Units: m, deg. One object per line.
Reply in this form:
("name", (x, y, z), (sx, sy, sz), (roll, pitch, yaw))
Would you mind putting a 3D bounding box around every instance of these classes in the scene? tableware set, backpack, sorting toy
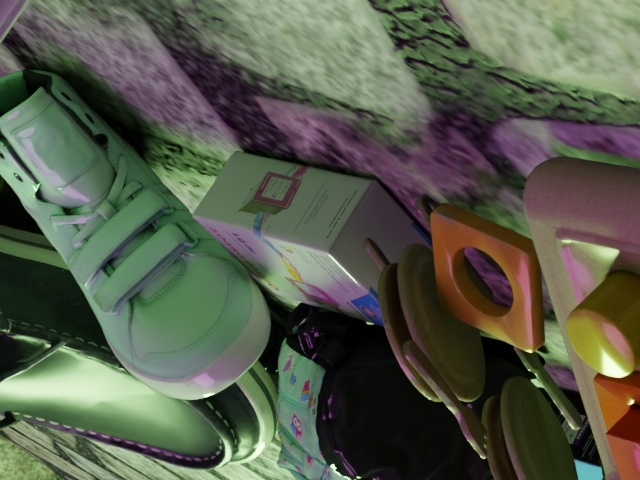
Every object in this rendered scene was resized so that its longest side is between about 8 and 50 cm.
("tableware set", (0.080, 0.083, 0.974), (0.039, 0.128, 0.194), (-23, 122, 23))
("backpack", (0.034, 0.101, 1.122), (0.151, 0.115, 0.182), (10, 180, -20))
("sorting toy", (0.167, 0.068, 0.791), (0.347, 0.047, 0.196), (14, 129, 47))

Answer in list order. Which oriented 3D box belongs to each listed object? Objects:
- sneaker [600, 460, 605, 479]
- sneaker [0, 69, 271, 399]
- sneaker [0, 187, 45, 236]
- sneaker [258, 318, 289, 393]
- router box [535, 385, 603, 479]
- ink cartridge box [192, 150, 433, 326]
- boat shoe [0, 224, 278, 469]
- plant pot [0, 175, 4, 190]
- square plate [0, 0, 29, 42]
("sneaker", (0.196, 0.134, 0.961), (0.121, 0.108, 0.302), (47, 150, 8))
("sneaker", (-0.133, -0.010, 1.101), (0.256, 0.094, 0.151), (44, 176, 48))
("sneaker", (-0.290, -0.004, 1.473), (0.295, 0.124, 0.178), (36, 154, -16))
("sneaker", (-0.047, 0.078, 1.366), (0.089, 0.051, 0.170), (39, 167, -37))
("router box", (0.213, 0.164, 1.138), (0.133, 0.046, 0.179), (11, 153, 51))
("ink cartridge box", (0.000, 0.000, 1.044), (0.122, 0.052, 0.088), (16, 158, 48))
("boat shoe", (-0.267, 0.069, 1.297), (0.500, 0.156, 0.187), (24, 144, -15))
("plant pot", (-0.271, -0.068, 1.326), (0.083, 0.083, 0.079), (30, 152, 9))
("square plate", (-0.334, -0.137, 0.894), (0.347, 0.344, 0.049), (34, -158, -6))
